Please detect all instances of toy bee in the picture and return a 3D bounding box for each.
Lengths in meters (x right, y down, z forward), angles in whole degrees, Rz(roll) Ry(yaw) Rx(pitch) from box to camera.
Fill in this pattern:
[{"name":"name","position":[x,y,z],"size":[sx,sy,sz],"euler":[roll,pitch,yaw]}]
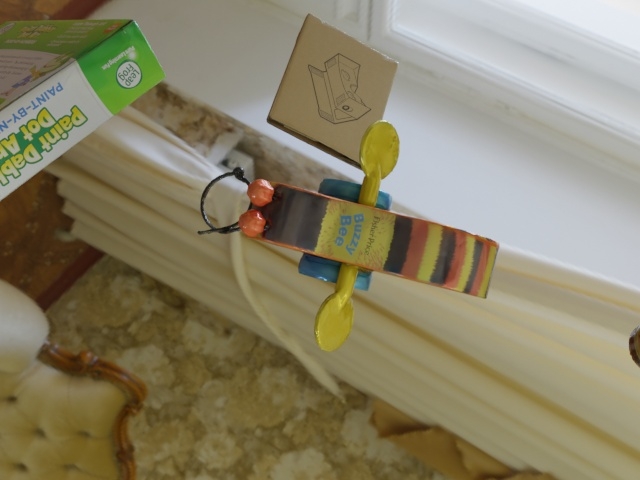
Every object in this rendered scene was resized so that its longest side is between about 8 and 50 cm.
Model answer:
[{"name":"toy bee","position":[0.000,0.000,0.685],"size":[0.162,0.298,0.195],"euler":[17,66,-72]}]

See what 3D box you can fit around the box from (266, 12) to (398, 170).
[{"name":"box","position":[0.023,-0.221,1.150],"size":[0.021,0.164,0.201],"euler":[-39,-150,58]}]

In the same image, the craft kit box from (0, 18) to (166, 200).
[{"name":"craft kit box","position":[-0.281,-0.086,0.597],"size":[0.246,0.250,0.061],"euler":[-46,128,-22]}]

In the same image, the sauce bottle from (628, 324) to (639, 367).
[{"name":"sauce bottle","position":[0.246,0.055,0.494],"size":[0.042,0.042,0.128],"euler":[-51,174,-25]}]
